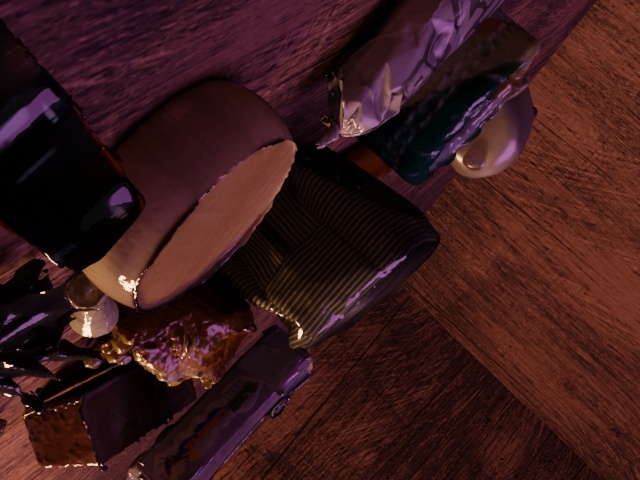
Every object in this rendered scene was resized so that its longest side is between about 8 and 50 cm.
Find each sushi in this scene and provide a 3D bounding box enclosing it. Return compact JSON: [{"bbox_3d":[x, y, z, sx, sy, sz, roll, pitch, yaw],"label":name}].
[{"bbox_3d":[-0.190,0.124,1.323,0.179,0.167,0.296,-54,-179,10],"label":"sushi"}]

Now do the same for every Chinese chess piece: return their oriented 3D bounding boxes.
[{"bbox_3d":[-0.132,-0.042,0.988,0.250,0.103,0.250,-45,171,-9],"label":"Chinese chess piece"}]

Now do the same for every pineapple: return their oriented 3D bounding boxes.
[{"bbox_3d":[-0.315,0.124,0.795,0.165,0.165,0.364,-53,177,42],"label":"pineapple"}]

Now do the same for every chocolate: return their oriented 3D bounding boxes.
[{"bbox_3d":[-0.299,0.236,1.435,0.112,0.111,0.321,-13,-175,19],"label":"chocolate"}]

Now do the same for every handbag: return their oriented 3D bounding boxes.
[{"bbox_3d":[0.000,0.000,1.384,0.247,0.240,0.341,-47,173,13],"label":"handbag"}]

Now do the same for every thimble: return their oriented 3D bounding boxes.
[{"bbox_3d":[0.177,-0.226,1.434,0.288,0.167,0.254,-41,171,-29],"label":"thimble"}]

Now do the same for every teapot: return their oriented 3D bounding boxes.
[{"bbox_3d":[-0.256,0.067,1.088,0.067,0.057,0.083,-13,154,-17],"label":"teapot"}]

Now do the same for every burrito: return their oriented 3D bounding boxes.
[{"bbox_3d":[0.137,-0.273,1.242,0.445,0.101,0.139,-47,-177,-9],"label":"burrito"}]

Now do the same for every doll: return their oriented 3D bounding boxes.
[{"bbox_3d":[0.264,-0.221,1.716,0.370,0.215,0.226,13,97,-78],"label":"doll"}]

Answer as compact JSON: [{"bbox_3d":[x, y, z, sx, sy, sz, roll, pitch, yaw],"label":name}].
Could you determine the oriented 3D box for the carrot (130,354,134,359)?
[{"bbox_3d":[-0.224,0.109,1.454,0.161,0.055,0.055,-39,172,0],"label":"carrot"}]

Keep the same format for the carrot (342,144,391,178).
[{"bbox_3d":[0.063,-0.125,1.708,0.067,0.067,0.225,-52,169,34],"label":"carrot"}]

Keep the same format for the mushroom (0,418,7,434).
[{"bbox_3d":[-0.483,0.297,1.156,0.026,0.028,0.286,6,-146,43],"label":"mushroom"}]

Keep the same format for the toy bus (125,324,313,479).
[{"bbox_3d":[-0.139,0.254,1.443,0.317,0.112,0.138,-46,172,-23],"label":"toy bus"}]

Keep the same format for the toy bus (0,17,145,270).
[{"bbox_3d":[-0.192,-0.060,0.625,0.093,0.092,0.409,-43,172,-8],"label":"toy bus"}]
